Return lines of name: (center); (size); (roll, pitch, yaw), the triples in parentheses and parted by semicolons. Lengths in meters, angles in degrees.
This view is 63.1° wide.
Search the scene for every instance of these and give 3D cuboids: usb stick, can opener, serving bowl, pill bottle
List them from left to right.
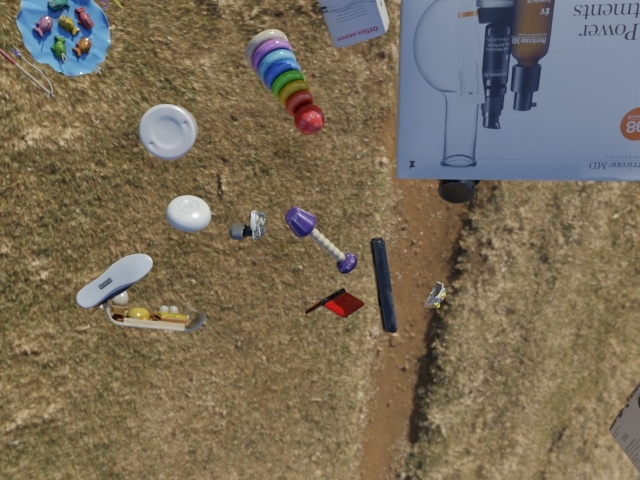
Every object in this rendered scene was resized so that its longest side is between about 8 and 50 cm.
pill bottle: (-0.466, -0.343, 1.628); (0.160, 0.283, 0.160); (-3, 105, -10)
serving bowl: (-0.245, -0.056, 0.971); (0.083, 0.083, 0.027); (-12, 144, -28)
can opener: (-0.186, -0.047, 1.413); (0.093, 0.280, 0.074); (2, 95, 0)
usb stick: (0.182, 0.130, 1.512); (0.045, 0.077, 0.278); (-8, 85, -1)
pill bottle: (0.377, -0.213, 1.397); (0.123, 0.123, 0.219); (42, 53, -38)

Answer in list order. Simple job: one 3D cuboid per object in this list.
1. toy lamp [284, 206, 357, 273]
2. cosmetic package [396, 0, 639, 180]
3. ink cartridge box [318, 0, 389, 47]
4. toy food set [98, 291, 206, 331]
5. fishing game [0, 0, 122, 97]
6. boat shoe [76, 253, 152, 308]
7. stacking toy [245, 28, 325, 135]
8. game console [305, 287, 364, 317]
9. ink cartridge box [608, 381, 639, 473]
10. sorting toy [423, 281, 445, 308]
toy lamp: (0.000, 0.000, 1.491); (0.080, 0.080, 0.274); (-49, 127, -4)
cosmetic package: (0.301, -0.233, 0.751); (0.377, 0.097, 0.284); (1, 114, 9)
ink cartridge box: (0.078, -0.627, 1.351); (0.086, 0.148, 0.203); (-72, 147, -46)
toy food set: (-0.541, 0.217, 1.655); (0.306, 0.219, 0.092); (11, 85, -30)
fishing game: (-0.520, -0.432, 1.075); (0.264, 0.041, 0.189); (-58, 137, -17)
boat shoe: (-0.579, 0.120, 1.487); (0.228, 0.076, 0.080); (-39, 84, -13)
stacking toy: (-0.092, -0.448, 1.519); (0.141, 0.330, 0.141); (-27, 163, -9)
game console: (0.045, 0.212, 1.634); (0.124, 0.085, 0.144); (-37, 171, 33)
ink cartridge box: (0.649, 0.364, 0.857); (0.151, 0.395, 0.270); (-25, 141, -4)
sorting toy: (0.343, 0.159, 1.528); (0.083, 0.045, 0.075); (-58, 165, -17)
